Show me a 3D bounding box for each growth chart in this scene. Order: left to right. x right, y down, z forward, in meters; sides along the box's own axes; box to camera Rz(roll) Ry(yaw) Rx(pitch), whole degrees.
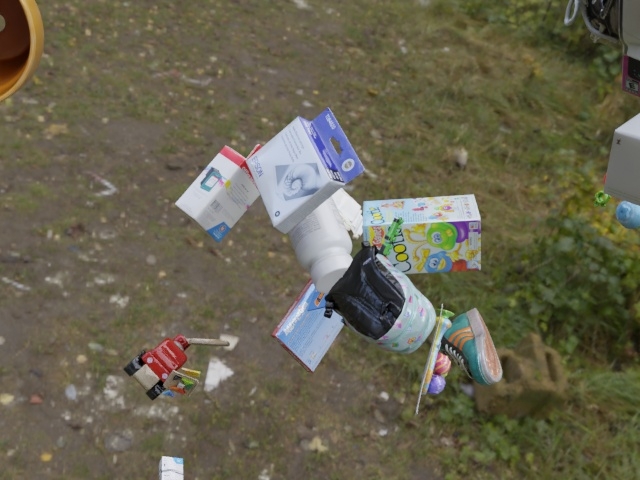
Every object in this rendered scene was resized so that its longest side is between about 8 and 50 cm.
[{"bbox_3d":[0.038,-0.108,1.961,0.237,0.021,0.172,45,30,2],"label":"growth chart"}]

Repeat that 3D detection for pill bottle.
[{"bbox_3d":[0.000,0.000,1.673,0.131,0.131,0.229,-3,54,-28],"label":"pill bottle"}]

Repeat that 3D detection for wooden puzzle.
[{"bbox_3d":[-0.349,0.359,1.817,0.078,0.116,0.014,22,34,-10],"label":"wooden puzzle"}]

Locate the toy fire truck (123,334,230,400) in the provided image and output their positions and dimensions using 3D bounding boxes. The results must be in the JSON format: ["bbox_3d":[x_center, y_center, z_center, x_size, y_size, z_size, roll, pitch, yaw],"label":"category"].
[{"bbox_3d":[-0.391,0.319,2.012,0.158,0.246,0.217,48,-8,-3],"label":"toy fire truck"}]

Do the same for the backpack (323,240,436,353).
[{"bbox_3d":[0.104,0.104,1.206,0.115,0.152,0.182,24,10,-34],"label":"backpack"}]

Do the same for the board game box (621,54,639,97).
[{"bbox_3d":[0.586,-0.313,1.112,0.224,0.303,0.097,34,79,31],"label":"board game box"}]

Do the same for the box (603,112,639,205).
[{"bbox_3d":[0.453,-0.106,0.977,0.087,0.102,0.101,-30,43,-34],"label":"box"}]

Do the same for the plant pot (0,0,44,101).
[{"bbox_3d":[-0.483,-0.305,1.028,0.205,0.205,0.188,11,20,-9],"label":"plant pot"}]

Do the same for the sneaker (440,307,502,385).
[{"bbox_3d":[0.355,0.272,1.757,0.108,0.121,0.302,58,14,-13],"label":"sneaker"}]

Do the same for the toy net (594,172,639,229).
[{"bbox_3d":[0.661,-0.139,1.494,0.045,0.232,0.122,2,38,-27],"label":"toy net"}]

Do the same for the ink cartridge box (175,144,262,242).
[{"bbox_3d":[-0.219,-0.126,1.727,0.078,0.134,0.231,35,80,30],"label":"ink cartridge box"}]

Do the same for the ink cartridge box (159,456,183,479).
[{"bbox_3d":[-0.326,0.517,1.588,0.048,0.028,0.083,12,37,-22],"label":"ink cartridge box"}]

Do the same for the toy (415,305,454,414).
[{"bbox_3d":[0.258,0.268,1.596,0.056,0.137,0.237,11,76,10],"label":"toy"}]

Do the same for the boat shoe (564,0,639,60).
[{"bbox_3d":[0.351,-0.290,0.854,0.104,0.113,0.306,22,13,21],"label":"boat shoe"}]

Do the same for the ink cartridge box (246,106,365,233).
[{"bbox_3d":[-0.040,-0.161,1.560,0.045,0.224,0.223,36,21,-48],"label":"ink cartridge box"}]

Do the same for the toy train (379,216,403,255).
[{"bbox_3d":[0.138,-0.009,1.418,0.023,0.083,0.017,15,10,-44],"label":"toy train"}]

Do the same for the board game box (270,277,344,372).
[{"bbox_3d":[0.006,0.166,1.779,0.027,0.145,0.281,-4,44,53],"label":"board game box"}]

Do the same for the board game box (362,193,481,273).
[{"bbox_3d":[0.245,-0.013,1.779,0.275,0.142,0.144,-3,27,7],"label":"board game box"}]
